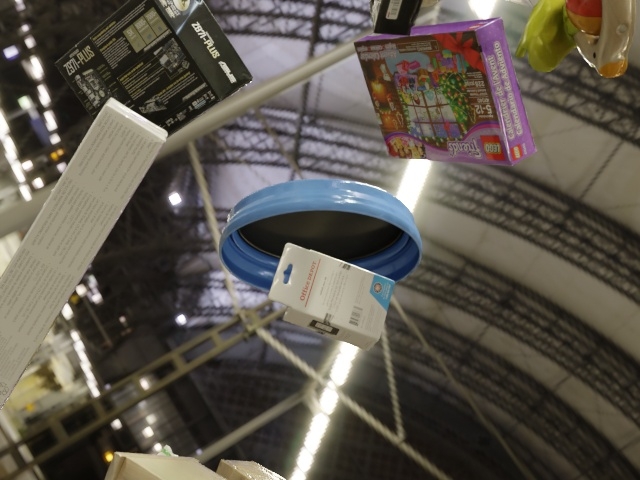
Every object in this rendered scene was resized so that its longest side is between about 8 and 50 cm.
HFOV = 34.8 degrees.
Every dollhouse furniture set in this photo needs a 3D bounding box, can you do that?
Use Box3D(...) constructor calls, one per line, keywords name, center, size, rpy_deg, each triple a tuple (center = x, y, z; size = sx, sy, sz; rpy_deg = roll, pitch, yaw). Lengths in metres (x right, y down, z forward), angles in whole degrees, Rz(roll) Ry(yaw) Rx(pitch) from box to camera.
Box3D(name="dollhouse furniture set", center=(-0.149, 0.432, 1.194), size=(0.198, 0.304, 0.286), rpy_deg=(21, 0, 38))

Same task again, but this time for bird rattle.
Box3D(name="bird rattle", center=(0.332, -0.310, 1.224), size=(0.207, 0.143, 0.254), rpy_deg=(-107, -164, -50))

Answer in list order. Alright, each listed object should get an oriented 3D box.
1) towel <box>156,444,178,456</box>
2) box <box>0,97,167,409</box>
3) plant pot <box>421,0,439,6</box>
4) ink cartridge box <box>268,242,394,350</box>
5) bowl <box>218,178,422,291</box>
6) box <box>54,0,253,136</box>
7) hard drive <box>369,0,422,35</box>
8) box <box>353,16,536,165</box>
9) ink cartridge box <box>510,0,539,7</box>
Box3D(name="towel", center=(-0.348, 0.526, 1.730), size=(0.038, 0.324, 0.248), rpy_deg=(22, -46, 40))
Box3D(name="box", center=(-0.252, 0.022, 0.952), size=(0.067, 0.324, 0.063), rpy_deg=(30, 8, -13))
Box3D(name="plant pot", center=(0.149, -0.621, 2.042), size=(0.305, 0.333, 0.334), rpy_deg=(-116, -172, -54))
Box3D(name="ink cartridge box", center=(0.012, 0.085, 1.562), size=(0.180, 0.104, 0.060), rpy_deg=(21, -26, -6))
Box3D(name="bowl", center=(0.000, 0.000, 1.970), size=(0.391, 0.390, 0.077), rpy_deg=(100, -8, -63))
Box3D(name="box", center=(-0.193, -0.195, 1.177), size=(0.180, 0.077, 0.147), rpy_deg=(-28, -79, 37))
Box3D(name="hard drive", center=(0.108, -0.484, 1.403), size=(0.237, 0.064, 0.339), rpy_deg=(105, -16, -54))
Box3D(name="box", center=(0.179, -0.218, 1.524), size=(0.293, 0.057, 0.201), rpy_deg=(11, -55, 57))
Box3D(name="ink cartridge box", center=(0.308, -0.573, 1.685), size=(0.223, 0.308, 0.129), rpy_deg=(26, 2, 30))
